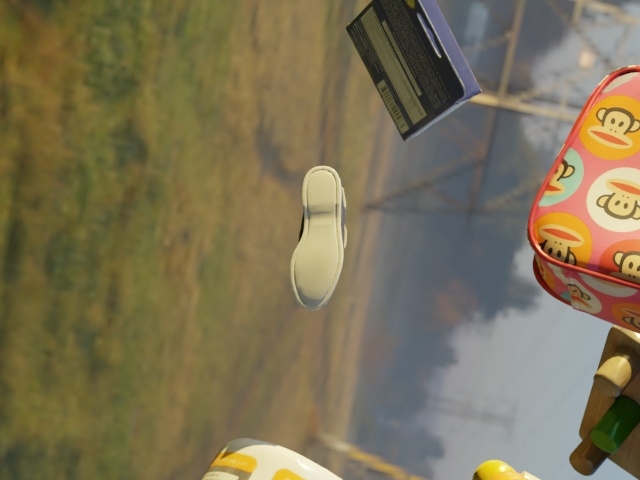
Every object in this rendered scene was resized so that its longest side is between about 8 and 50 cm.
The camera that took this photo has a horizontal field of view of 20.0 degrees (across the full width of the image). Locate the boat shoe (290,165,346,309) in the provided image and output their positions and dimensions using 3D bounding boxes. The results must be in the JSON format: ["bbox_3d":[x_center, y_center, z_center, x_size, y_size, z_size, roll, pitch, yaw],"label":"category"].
[{"bbox_3d":[0.000,0.000,1.564,0.038,0.046,0.125,46,43,-74],"label":"boat shoe"}]

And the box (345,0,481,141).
[{"bbox_3d":[0.093,-0.183,1.771,0.136,0.036,0.225,63,-14,1],"label":"box"}]

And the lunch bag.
[{"bbox_3d":[0.348,-0.032,1.578,0.258,0.293,0.120,-60,159,-17],"label":"lunch bag"}]

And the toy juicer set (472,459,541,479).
[{"bbox_3d":[0.271,0.343,2.156,0.089,0.209,0.329,-61,164,-1],"label":"toy juicer set"}]

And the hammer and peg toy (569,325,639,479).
[{"bbox_3d":[0.425,0.199,2.019,0.127,0.266,0.361,-44,158,-28],"label":"hammer and peg toy"}]

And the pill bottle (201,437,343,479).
[{"bbox_3d":[-0.078,0.325,1.569,0.278,0.162,0.162,-60,170,-22],"label":"pill bottle"}]
